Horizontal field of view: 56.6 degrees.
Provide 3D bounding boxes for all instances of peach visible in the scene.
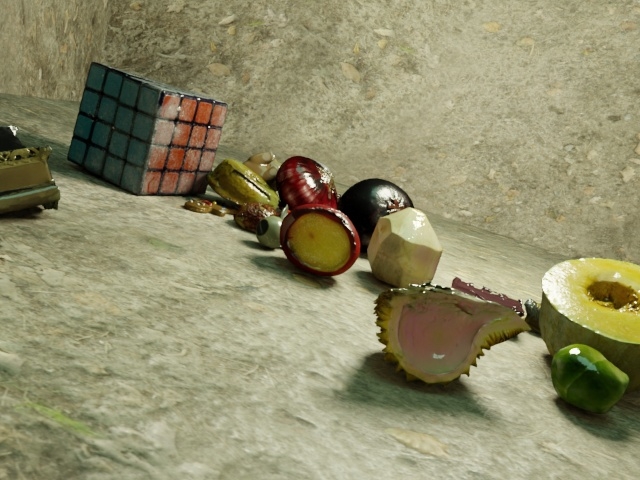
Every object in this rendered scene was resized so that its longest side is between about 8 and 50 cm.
[{"bbox_3d":[0.000,0.000,1.537,0.190,0.196,0.226,-25,28,-20],"label":"peach"}]

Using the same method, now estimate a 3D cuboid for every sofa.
[{"bbox_3d":[-0.716,-0.133,1.307,0.200,0.182,0.258,-19,34,-40],"label":"sofa"}]

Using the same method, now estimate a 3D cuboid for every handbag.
[{"bbox_3d":[0.449,0.177,1.628,0.203,0.074,0.216,20,11,11],"label":"handbag"}]

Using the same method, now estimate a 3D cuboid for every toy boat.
[{"bbox_3d":[0.675,0.254,1.560,0.121,0.089,0.321,-5,26,-46],"label":"toy boat"}]

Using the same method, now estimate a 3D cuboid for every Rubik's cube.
[{"bbox_3d":[-0.566,-0.355,1.970,0.337,0.344,0.344,22,12,24],"label":"Rubik's cube"}]

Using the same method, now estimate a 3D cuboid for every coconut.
[{"bbox_3d":[0.244,0.023,1.669,0.197,0.237,0.237,17,12,-6],"label":"coconut"}]

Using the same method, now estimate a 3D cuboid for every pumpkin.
[{"bbox_3d":[0.679,0.207,1.397,0.332,0.199,0.332,0,28,0],"label":"pumpkin"}]

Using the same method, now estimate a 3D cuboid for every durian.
[{"bbox_3d":[0.216,0.181,1.138,0.305,0.185,0.195,5,-10,-22],"label":"durian"}]

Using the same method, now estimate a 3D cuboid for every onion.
[{"bbox_3d":[-0.073,-0.161,2.144,0.273,0.285,0.273,44,31,-36],"label":"onion"}]

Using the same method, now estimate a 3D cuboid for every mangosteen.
[{"bbox_3d":[0.168,-0.072,2.011,0.275,0.275,0.302,11,-19,-28],"label":"mangosteen"}]

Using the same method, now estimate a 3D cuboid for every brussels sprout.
[{"bbox_3d":[0.531,0.278,1.192,0.155,0.117,0.155,37,11,-8],"label":"brussels sprout"}]

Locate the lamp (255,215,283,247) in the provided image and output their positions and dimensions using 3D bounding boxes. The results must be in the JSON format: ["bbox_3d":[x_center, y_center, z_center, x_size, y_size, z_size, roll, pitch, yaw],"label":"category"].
[{"bbox_3d":[-0.110,-0.009,1.698,0.163,0.091,0.091,29,1,-44],"label":"lamp"}]

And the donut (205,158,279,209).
[{"bbox_3d":[-0.250,-0.182,2.024,0.272,0.107,0.272,35,13,-9],"label":"donut"}]

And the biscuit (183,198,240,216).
[{"bbox_3d":[-0.352,-0.110,1.909,0.138,0.031,0.205,25,16,30],"label":"biscuit"}]

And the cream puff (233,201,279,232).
[{"bbox_3d":[-0.194,-0.074,1.835,0.149,0.084,0.149,15,10,-3],"label":"cream puff"}]

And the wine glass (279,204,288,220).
[{"bbox_3d":[-0.024,-0.022,1.790,0.222,0.103,0.103,24,13,5],"label":"wine glass"}]

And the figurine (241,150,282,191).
[{"bbox_3d":[-0.248,-0.227,2.274,0.177,0.247,0.173,43,-21,9],"label":"figurine"}]

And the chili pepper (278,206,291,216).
[{"bbox_3d":[-0.059,-0.054,2.001,0.169,0.065,0.088,16,27,-30],"label":"chili pepper"}]
